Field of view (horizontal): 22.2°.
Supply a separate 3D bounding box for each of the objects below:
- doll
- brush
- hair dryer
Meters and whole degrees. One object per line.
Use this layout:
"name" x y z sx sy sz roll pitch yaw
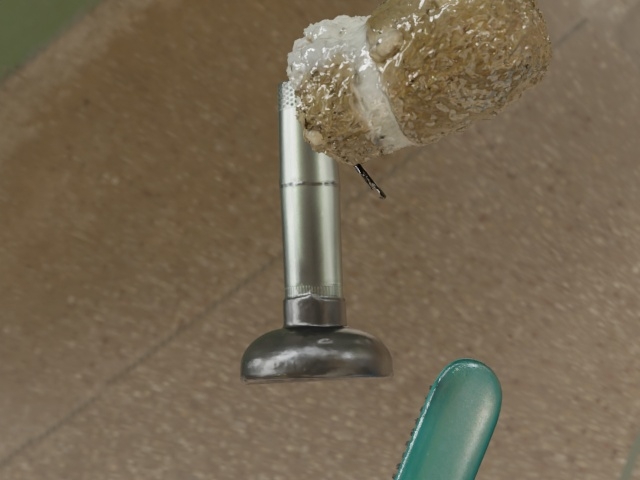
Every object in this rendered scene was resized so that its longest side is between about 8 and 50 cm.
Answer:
"doll" 0.078 -0.124 1.003 0.221 0.105 0.115 -35 101 22
"brush" 0.047 0.153 0.873 0.193 0.043 0.032 -66 16 -14
"hair dryer" 0.016 0.015 1.763 0.156 0.284 0.320 -4 74 17
